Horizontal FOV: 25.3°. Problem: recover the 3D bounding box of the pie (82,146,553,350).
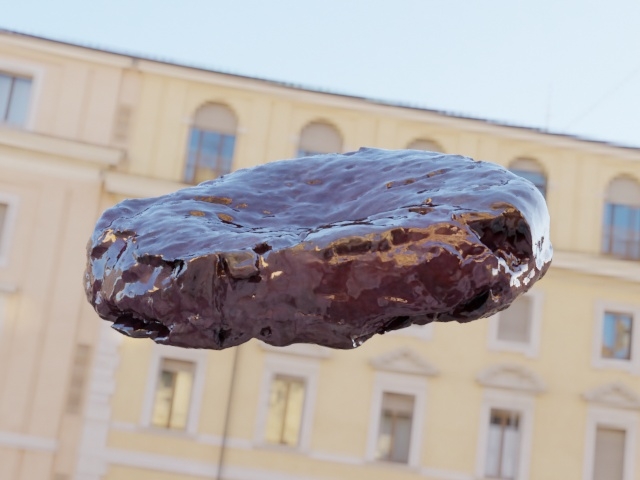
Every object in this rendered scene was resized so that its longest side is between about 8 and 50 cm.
[{"bbox_3d":[0.000,0.000,0.467,0.153,0.038,0.153,-4,14,1],"label":"pie"}]
